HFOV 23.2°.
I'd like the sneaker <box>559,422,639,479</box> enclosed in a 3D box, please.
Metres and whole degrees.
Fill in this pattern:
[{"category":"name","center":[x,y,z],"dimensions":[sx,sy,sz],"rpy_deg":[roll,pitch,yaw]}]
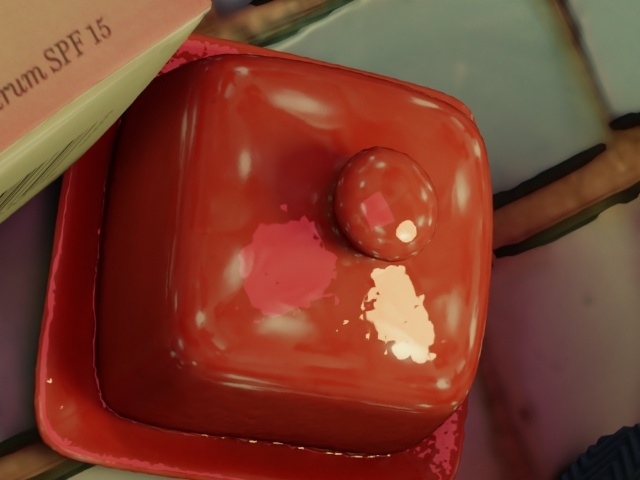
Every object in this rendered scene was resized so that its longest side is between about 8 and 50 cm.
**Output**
[{"category":"sneaker","center":[0.106,0.183,0.538],"dimensions":[0.092,0.087,0.229],"rpy_deg":[31,70,-17]}]

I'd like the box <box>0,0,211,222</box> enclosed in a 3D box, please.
[{"category":"box","center":[-0.173,-0.092,0.438],"dimensions":[0.232,0.127,0.148],"rpy_deg":[49,47,-4]}]

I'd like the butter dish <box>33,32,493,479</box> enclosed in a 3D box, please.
[{"category":"butter dish","center":[0.000,0.000,0.517],"dimensions":[0.160,0.118,0.160],"rpy_deg":[11,74,-21]}]
